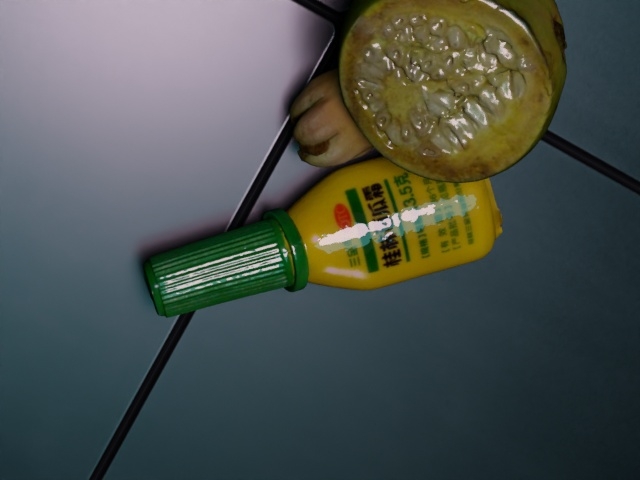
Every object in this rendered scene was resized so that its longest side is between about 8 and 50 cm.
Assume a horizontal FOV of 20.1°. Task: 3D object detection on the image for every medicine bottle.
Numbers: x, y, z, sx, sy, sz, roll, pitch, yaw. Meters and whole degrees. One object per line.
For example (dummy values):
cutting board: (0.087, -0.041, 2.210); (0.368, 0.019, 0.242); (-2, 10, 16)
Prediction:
medicine bottle: (0.000, 0.000, 1.551); (0.309, 0.076, 0.111); (-16, 92, -6)

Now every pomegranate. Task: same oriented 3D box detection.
pomegranate: (0.099, -0.140, 1.504); (0.190, 0.159, 0.241); (28, 121, -5)
